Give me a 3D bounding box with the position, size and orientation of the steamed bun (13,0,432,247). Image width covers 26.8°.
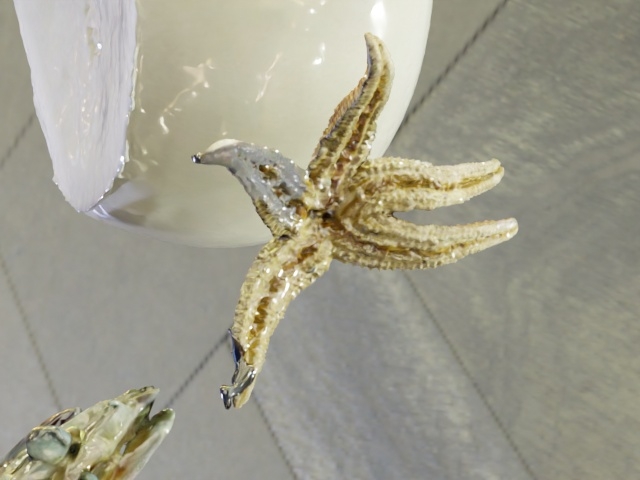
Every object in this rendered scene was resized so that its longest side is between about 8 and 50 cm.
[{"bbox_3d":[-0.055,-0.158,0.791,0.324,0.206,0.324,172,90,-65],"label":"steamed bun"}]

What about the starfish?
[{"bbox_3d":[-0.004,-0.003,0.466,0.130,0.133,0.041,-54,37,2],"label":"starfish"}]

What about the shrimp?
[{"bbox_3d":[-0.227,0.197,0.876,0.360,0.085,0.247,-40,10,17],"label":"shrimp"}]
